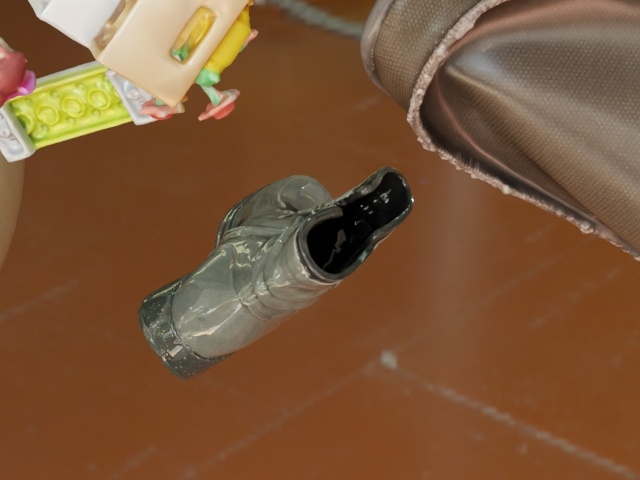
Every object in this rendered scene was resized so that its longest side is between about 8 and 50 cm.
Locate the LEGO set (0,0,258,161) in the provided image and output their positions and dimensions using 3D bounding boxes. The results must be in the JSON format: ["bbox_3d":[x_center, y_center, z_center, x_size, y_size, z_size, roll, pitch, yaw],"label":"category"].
[{"bbox_3d":[-0.084,-0.059,0.551,0.287,0.107,0.132,3,40,46],"label":"LEGO set"}]

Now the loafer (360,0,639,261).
[{"bbox_3d":[0.191,-0.036,0.774,0.366,0.133,0.130,18,35,-22],"label":"loafer"}]

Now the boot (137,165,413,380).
[{"bbox_3d":[0.000,0.000,1.133,0.161,0.083,0.246,-29,9,30],"label":"boot"}]

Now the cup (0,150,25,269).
[{"bbox_3d":[-0.326,-0.064,1.140,0.331,0.331,0.237,-24,-3,-37],"label":"cup"}]
